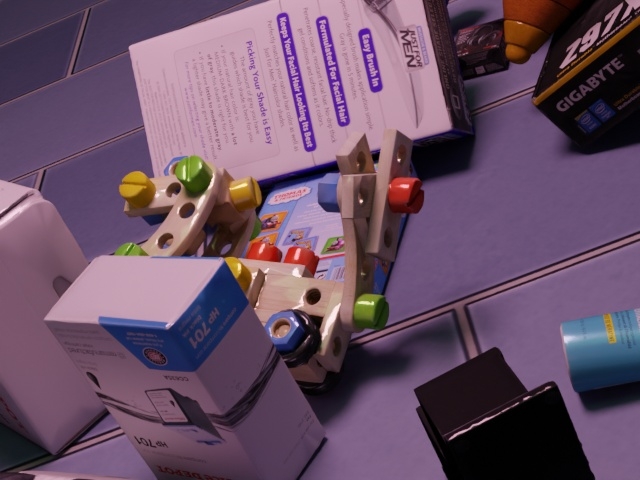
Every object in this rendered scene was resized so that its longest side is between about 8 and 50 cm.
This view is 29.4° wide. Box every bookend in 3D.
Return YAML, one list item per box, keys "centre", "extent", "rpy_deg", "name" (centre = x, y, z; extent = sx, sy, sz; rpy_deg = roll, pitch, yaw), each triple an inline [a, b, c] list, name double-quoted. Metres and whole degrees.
- centre: [0.112, 0.126, 0.787]
  extent: [0.072, 0.156, 0.157]
  rpy_deg: [-27, 28, -2]
  name: "bookend"

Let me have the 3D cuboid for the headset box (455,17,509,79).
- centre: [0.189, -0.225, 1.420]
  extent: [0.062, 0.032, 0.083]
  rpy_deg: [-11, 34, 25]
  name: "headset box"

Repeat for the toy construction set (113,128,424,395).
- centre: [-0.045, 0.011, 1.055]
  extent: [0.327, 0.151, 0.215]
  rpy_deg: [-5, 57, 42]
  name: "toy construction set"

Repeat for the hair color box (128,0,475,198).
- centre: [-0.023, -0.162, 1.309]
  extent: [0.338, 0.185, 0.110]
  rpy_deg: [-13, -4, 22]
  name: "hair color box"

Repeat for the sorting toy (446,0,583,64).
- centre: [0.179, -0.259, 1.353]
  extent: [0.126, 0.127, 0.365]
  rpy_deg: [-71, 21, 2]
  name: "sorting toy"

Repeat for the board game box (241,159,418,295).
- centre: [0.000, 0.000, 1.196]
  extent: [0.160, 0.039, 0.211]
  rpy_deg: [-12, 33, 25]
  name: "board game box"

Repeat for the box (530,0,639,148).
- centre: [0.357, -0.259, 1.159]
  extent: [0.322, 0.079, 0.257]
  rpy_deg: [-39, 17, 39]
  name: "box"

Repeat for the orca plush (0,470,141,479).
- centre: [-0.151, 0.229, 0.905]
  extent: [0.287, 0.151, 0.102]
  rpy_deg: [-4, 78, 37]
  name: "orca plush"

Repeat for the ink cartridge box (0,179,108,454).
- centre: [-0.337, 0.052, 1.185]
  extent: [0.129, 0.223, 0.307]
  rpy_deg: [-43, 33, -27]
  name: "ink cartridge box"

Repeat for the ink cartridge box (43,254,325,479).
- centre: [-0.102, 0.106, 0.949]
  extent: [0.139, 0.191, 0.082]
  rpy_deg: [0, 39, 38]
  name: "ink cartridge box"

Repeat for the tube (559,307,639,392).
- centre: [0.279, 0.065, 0.875]
  extent: [0.207, 0.052, 0.080]
  rpy_deg: [-12, 38, 12]
  name: "tube"
